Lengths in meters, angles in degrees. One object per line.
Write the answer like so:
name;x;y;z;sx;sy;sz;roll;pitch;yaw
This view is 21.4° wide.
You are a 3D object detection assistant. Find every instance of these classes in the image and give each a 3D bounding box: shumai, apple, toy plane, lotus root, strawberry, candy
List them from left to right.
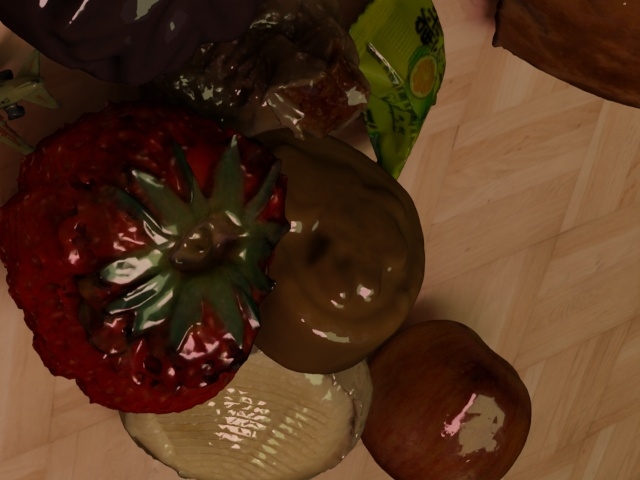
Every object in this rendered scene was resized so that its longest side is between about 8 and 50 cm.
toy plane;-0.263;-0.112;1.348;0.111;0.102;0.040;-19;179;16
strawberry;-0.164;0.010;1.420;0.238;0.288;0.250;34;74;-29
shumai;-0.045;-0.141;1.458;0.206;0.175;0.166;-40;147;-5
candy;0.079;-0.158;1.655;0.149;0.069;0.246;-60;150;-29
apple;0.146;0.201;2.008;0.188;0.211;0.211;-44;148;9
lotus root;0.348;-0.269;1.706;0.316;0.250;0.316;-53;166;-19

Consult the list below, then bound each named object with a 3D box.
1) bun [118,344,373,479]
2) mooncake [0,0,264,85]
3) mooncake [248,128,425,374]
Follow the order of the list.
bun;-0.070;0.132;1.715;0.259;0.152;0.259;0;136;0
mooncake;-0.128;-0.250;1.284;0.283;0.141;0.283;-32;146;-25
mooncake;0.000;0.000;1.602;0.234;0.235;0.117;-15;159;-39
